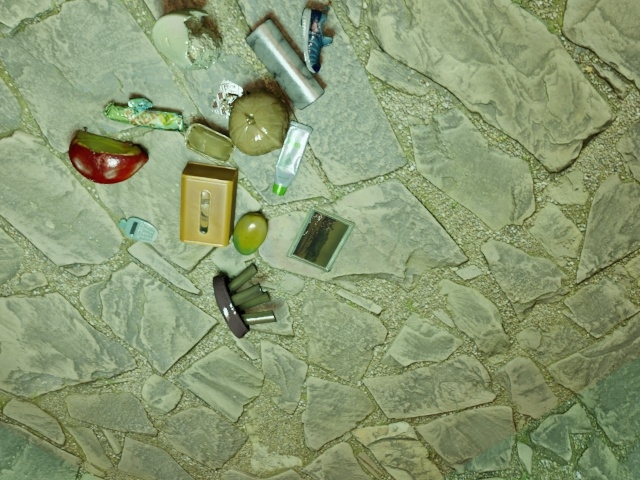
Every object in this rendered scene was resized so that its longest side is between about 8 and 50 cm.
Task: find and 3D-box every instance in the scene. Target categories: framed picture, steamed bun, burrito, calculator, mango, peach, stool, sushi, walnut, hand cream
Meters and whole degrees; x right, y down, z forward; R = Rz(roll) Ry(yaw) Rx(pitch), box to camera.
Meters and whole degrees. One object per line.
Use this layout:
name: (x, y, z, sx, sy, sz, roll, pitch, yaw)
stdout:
framed picture: (0.000, 0.000, 2.044, 0.197, 0.014, 0.252, 22, 115, -13)
steamed bun: (-0.403, -0.631, 1.582, 0.200, 0.225, 0.170, 37, 111, -17)
burrito: (-0.609, -0.444, 1.775, 0.287, 0.054, 0.104, 7, 117, -5)
calculator: (-0.717, -0.043, 2.004, 0.153, 0.021, 0.095, 23, 115, -13)
mango: (-0.277, -0.021, 1.991, 0.130, 0.092, 0.195, 10, 127, -10)
peach: (-0.755, -0.277, 1.813, 0.267, 0.159, 0.154, 13, 123, -10)
stool: (-0.305, 0.240, 2.041, 0.178, 0.272, 0.272, -23, 117, -4)
sushi: (-0.309, -0.480, 1.777, 0.120, 0.026, 0.126, 25, 114, -12)
walnut: (-0.205, -0.391, 1.719, 0.227, 0.228, 0.228, 0, 118, -1)
hand cream: (-0.111, -0.298, 1.873, 0.079, 0.050, 0.275, 6, 117, -35)

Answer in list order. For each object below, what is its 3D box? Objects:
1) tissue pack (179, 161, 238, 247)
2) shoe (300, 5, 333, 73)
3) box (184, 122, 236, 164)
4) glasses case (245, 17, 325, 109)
tissue pack: (-0.417, -0.131, 1.897, 0.194, 0.145, 0.275, 6, 119, -6)
shoe: (-0.011, -0.649, 1.655, 0.106, 0.091, 0.207, 1, 117, -1)
box: (-0.388, -0.346, 1.804, 0.177, 0.111, 0.111, 23, 115, -13)
glasses case: (-0.115, -0.586, 1.703, 0.114, 0.060, 0.299, -31, 115, 24)
